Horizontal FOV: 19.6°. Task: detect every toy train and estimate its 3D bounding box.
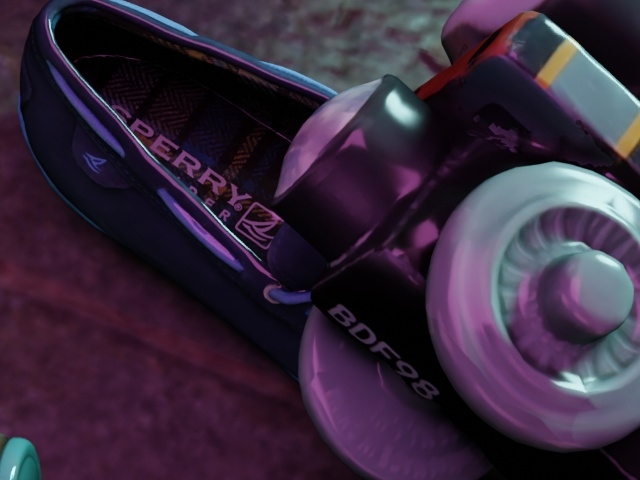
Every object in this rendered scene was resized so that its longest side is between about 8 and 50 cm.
[{"bbox_3d":[0.144,0.047,0.560,0.334,0.142,0.190,42,65,-6],"label":"toy train"}]

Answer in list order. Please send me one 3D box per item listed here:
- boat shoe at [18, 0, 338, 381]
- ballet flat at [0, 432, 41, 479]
[{"bbox_3d":[0.000,0.000,0.638,0.258,0.089,0.109,23,66,9],"label":"boat shoe"},{"bbox_3d":[-0.144,0.208,0.520,0.123,0.123,0.348,-1,58,-2],"label":"ballet flat"}]
